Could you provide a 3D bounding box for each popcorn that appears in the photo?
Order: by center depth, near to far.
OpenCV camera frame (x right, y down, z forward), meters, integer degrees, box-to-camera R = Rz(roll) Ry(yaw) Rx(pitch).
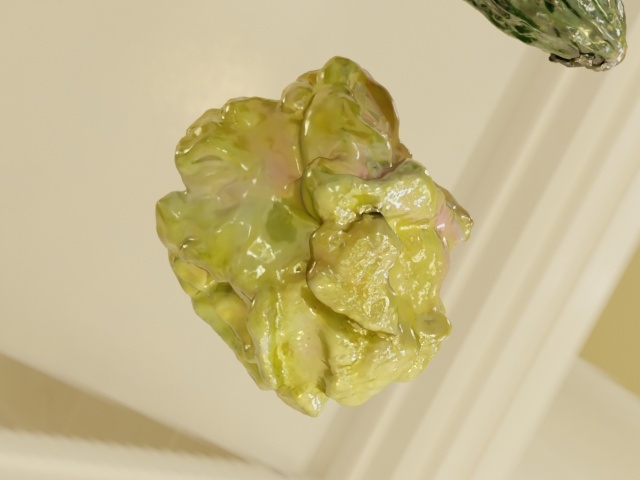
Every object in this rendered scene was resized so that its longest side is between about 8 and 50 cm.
[{"bbox_3d":[0.000,0.000,0.784,0.126,0.126,0.145,36,-152,-50],"label":"popcorn"}]

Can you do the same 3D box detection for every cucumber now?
[{"bbox_3d":[0.047,-0.176,0.834,0.265,0.077,0.077,51,-159,27],"label":"cucumber"}]
